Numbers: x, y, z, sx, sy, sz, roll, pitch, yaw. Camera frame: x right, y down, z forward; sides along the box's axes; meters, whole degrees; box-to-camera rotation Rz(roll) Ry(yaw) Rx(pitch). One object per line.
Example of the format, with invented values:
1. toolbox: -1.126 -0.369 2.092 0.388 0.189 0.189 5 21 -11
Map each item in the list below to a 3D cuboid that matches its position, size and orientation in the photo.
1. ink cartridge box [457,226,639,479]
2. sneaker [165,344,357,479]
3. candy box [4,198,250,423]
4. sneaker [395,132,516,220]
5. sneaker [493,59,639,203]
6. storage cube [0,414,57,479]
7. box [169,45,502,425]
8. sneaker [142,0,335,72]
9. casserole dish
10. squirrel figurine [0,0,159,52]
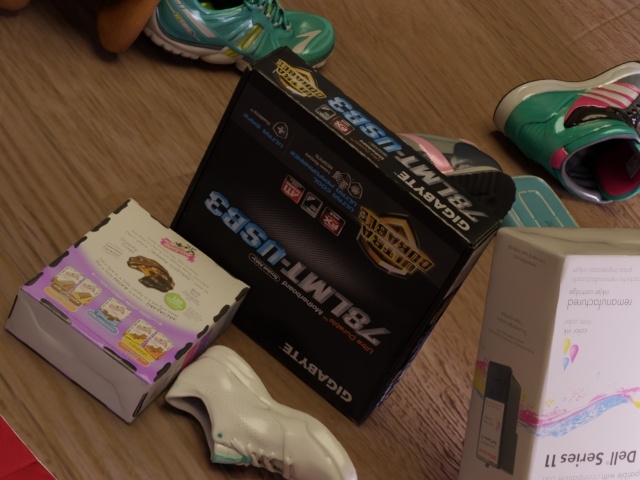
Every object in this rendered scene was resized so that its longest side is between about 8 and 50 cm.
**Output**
1. ink cartridge box: 0.260 0.170 1.755 0.207 0.353 0.119 0 15 -30
2. sneaker: -0.063 0.201 1.764 0.212 0.080 0.094 37 52 19
3. candy box: -0.195 0.068 1.814 0.165 0.070 0.196 36 41 8
4. sneaker: 0.070 -0.080 2.111 0.319 0.112 0.131 7 28 -28
5. sneaker: 0.391 -0.139 2.320 0.295 0.124 0.178 -13 50 -29
6. storage cube: -0.325 0.266 1.435 0.183 0.215 0.193 44 36 17
7. box: 0.000 0.000 1.825 0.295 0.293 0.073 40 40 11
8. sneaker: -0.089 -0.271 2.186 0.275 0.110 0.107 5 46 -37
9. casserole dish: 0.271 -0.017 2.197 0.114 0.037 0.188 -7 53 -34
10. squirrel figurine: -0.325 -0.455 2.023 0.370 0.397 0.281 17 46 -28
